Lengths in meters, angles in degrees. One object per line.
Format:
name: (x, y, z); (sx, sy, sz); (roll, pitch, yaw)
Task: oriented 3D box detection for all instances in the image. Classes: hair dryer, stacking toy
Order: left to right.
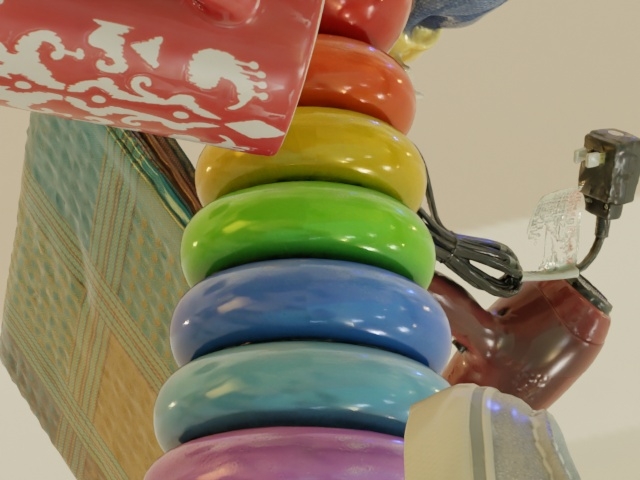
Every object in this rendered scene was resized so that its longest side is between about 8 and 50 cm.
stacking toy: (0.000, 0.000, 0.782); (0.141, 0.141, 0.330); (1, -112, 2)
hair dryer: (0.097, 0.047, 1.301); (0.223, 0.293, 0.080); (-5, -150, -16)

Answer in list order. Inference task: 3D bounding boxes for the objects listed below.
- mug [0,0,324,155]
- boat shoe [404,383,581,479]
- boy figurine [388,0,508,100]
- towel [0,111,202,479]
mug: (-0.086, -0.085, 0.644); (0.169, 0.113, 0.150); (14, -159, -8)
boat shoe: (0.081, 0.116, 0.378); (0.081, 0.079, 0.227); (-25, -129, 7)
boy figurine: (0.021, -0.156, 1.111); (0.092, 0.285, 0.177); (7, -106, -38)
towel: (-0.121, 0.063, 1.216); (0.040, 0.370, 0.271); (-22, -119, -28)
